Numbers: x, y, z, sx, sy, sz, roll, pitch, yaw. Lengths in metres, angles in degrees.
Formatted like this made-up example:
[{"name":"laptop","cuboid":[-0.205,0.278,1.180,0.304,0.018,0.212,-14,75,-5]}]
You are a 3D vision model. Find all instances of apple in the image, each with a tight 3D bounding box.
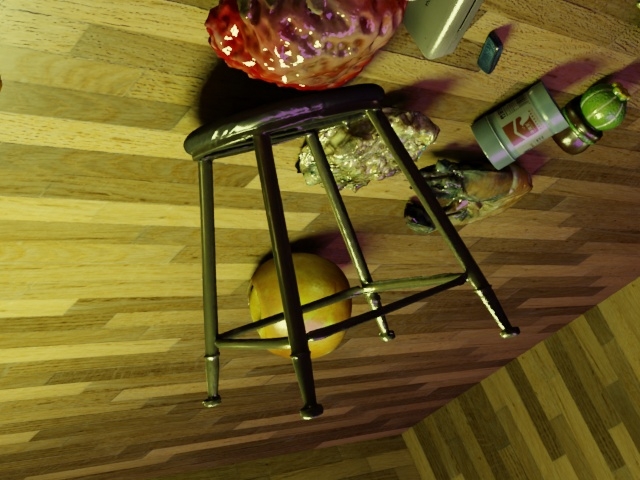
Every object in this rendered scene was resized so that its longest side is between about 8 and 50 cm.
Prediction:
[{"name":"apple","cuboid":[-0.052,0.129,2.163,0.207,0.237,0.237,6,147,-21]}]

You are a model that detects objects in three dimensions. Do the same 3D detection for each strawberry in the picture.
[{"name":"strawberry","cuboid":[0.005,-0.266,1.356,0.265,0.149,0.336,-34,169,-2]}]

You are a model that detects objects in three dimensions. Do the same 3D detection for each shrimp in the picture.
[{"name":"shrimp","cuboid":[0.269,-0.090,2.180,0.272,0.085,0.445,-30,162,27]}]

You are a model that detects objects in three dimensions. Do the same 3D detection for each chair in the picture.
[{"name":"chair","cuboid":[0.000,0.000,1.571,0.364,0.410,0.362,-17,-177,-28]}]

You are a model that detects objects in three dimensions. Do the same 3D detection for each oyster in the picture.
[{"name":"oyster","cuboid":[0.081,-0.153,1.832,0.259,0.092,0.198,-27,154,14]}]

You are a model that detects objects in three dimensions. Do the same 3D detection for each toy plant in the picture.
[{"name":"toy plant","cuboid":[0.526,-0.242,2.065,0.093,0.093,0.162,3,144,-48]}]

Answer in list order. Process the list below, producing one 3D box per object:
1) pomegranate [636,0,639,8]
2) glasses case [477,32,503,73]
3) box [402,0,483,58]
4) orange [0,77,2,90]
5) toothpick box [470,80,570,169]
[{"name":"pomegranate","cuboid":[0.649,-0.361,1.833,0.263,0.211,0.211,39,124,-19]},{"name":"glasses case","cuboid":[0.283,-0.308,1.756,0.023,0.033,0.083,-29,160,-18]},{"name":"box","cuboid":[0.183,-0.360,1.450,0.055,0.103,0.244,-18,157,-25]},{"name":"orange","cuboid":[-0.424,-0.187,1.273,0.085,0.085,0.085,-20,157,-9]},{"name":"toothpick box","cuboid":[0.367,-0.212,1.963,0.153,0.101,0.101,-33,156,17]}]
